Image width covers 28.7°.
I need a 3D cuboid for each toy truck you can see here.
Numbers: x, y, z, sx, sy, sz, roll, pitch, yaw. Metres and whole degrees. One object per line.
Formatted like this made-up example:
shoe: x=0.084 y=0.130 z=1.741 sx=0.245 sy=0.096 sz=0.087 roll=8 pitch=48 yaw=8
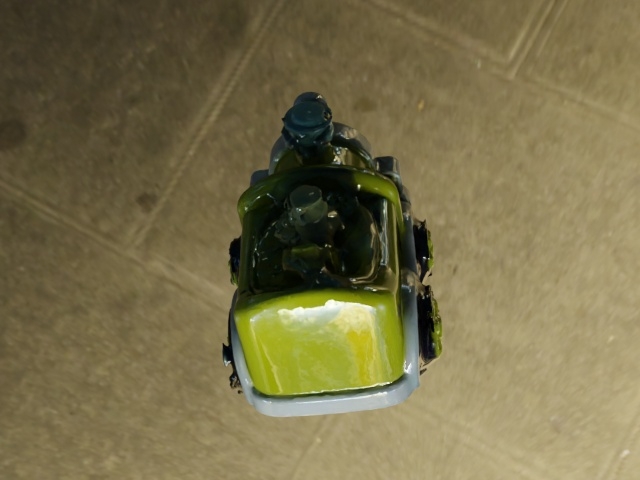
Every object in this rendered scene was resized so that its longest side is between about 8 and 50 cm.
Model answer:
toy truck: x=0.000 y=0.000 z=0.434 sx=0.076 sy=0.077 sz=0.111 roll=-8 pitch=44 yaw=7
